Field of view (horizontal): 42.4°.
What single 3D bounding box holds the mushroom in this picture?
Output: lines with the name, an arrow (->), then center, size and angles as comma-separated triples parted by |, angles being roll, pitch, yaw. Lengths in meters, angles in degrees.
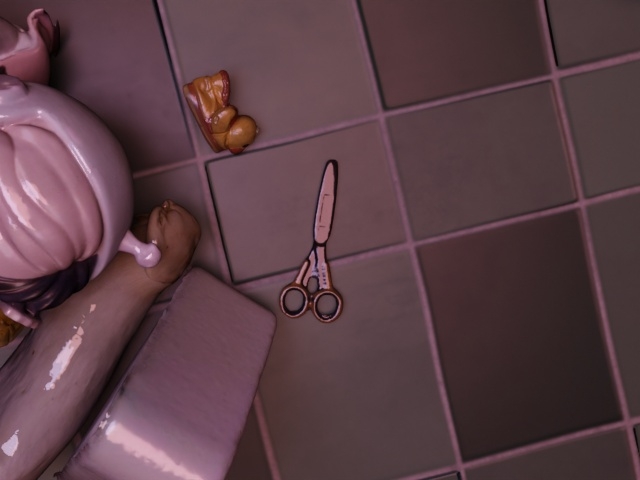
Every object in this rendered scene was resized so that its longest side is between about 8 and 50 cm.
mushroom -> -0.291, 0.117, 1.024 | 0.126, 0.177, 0.397 | 34, 86, -24

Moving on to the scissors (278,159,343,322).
scissors -> 0.000, 0.000, 1.112 | 0.088, 0.017, 0.220 | 8, 94, -2

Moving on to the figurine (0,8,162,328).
figurine -> -0.336, -0.104, 0.916 | 0.211, 0.253, 0.361 | -20, 64, -18

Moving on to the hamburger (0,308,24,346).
hamburger -> -0.439, 0.039, 0.989 | 0.206, 0.183, 0.130 | 31, 122, -7

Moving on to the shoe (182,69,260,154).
shoe -> -0.127, -0.162, 1.060 | 0.069, 0.072, 0.109 | -30, 96, 4

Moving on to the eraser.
eraser -> -0.184, 0.213, 0.969 | 0.150, 0.331, 0.331 | 33, 91, -7
